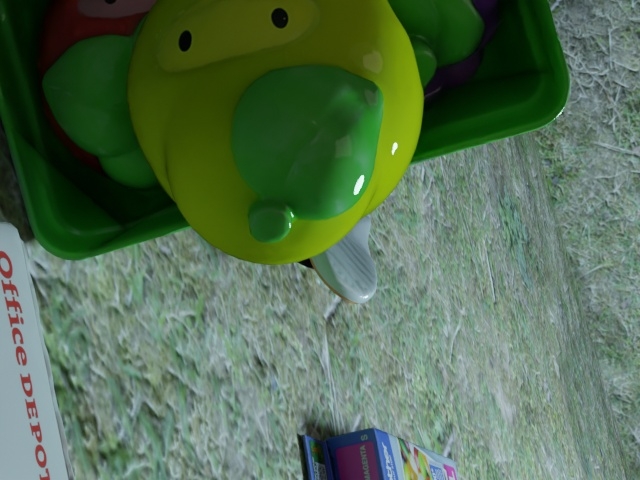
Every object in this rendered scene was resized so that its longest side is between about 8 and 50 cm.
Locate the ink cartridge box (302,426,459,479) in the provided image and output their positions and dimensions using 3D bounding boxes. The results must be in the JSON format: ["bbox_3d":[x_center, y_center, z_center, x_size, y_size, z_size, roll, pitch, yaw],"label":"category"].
[{"bbox_3d":[0.079,0.290,1.302,0.311,0.065,0.186,32,45,-61],"label":"ink cartridge box"}]

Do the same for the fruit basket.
[{"bbox_3d":[-0.038,-0.127,0.838,0.392,0.392,0.283,-15,89,-71],"label":"fruit basket"}]

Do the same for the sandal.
[{"bbox_3d":[-0.008,-0.006,1.268,0.102,0.076,0.265,40,20,-19],"label":"sandal"}]

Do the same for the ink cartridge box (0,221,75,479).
[{"bbox_3d":[-0.216,0.071,0.595,0.219,0.092,0.160,11,65,-69],"label":"ink cartridge box"}]
